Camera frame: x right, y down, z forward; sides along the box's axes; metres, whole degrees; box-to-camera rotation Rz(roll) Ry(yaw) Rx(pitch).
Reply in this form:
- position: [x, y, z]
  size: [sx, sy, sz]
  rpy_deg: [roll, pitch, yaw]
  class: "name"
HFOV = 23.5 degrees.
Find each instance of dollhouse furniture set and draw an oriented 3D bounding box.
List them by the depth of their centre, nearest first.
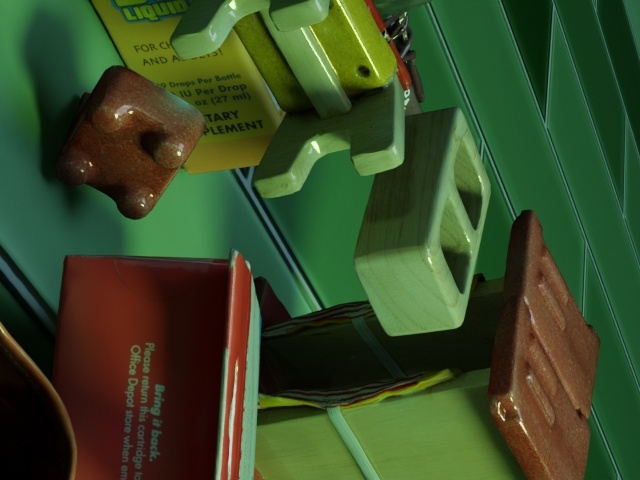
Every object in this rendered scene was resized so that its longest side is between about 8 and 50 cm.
- position: [0.000, 0.000, 0.848]
  size: [0.374, 0.201, 0.152]
  rpy_deg: [60, 30, -33]
  class: "dollhouse furniture set"

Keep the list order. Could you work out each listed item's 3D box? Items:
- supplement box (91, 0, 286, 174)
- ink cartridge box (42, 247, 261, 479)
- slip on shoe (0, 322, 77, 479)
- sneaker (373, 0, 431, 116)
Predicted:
- position: [-0.079, -0.144, 0.838]
  size: [0.080, 0.078, 0.233]
  rpy_deg: [-75, 150, -42]
  class: "supplement box"
- position: [-0.069, 0.082, 0.662]
  size: [0.231, 0.078, 0.134]
  rpy_deg: [92, 2, -80]
  class: "ink cartridge box"
- position: [-0.181, -0.003, 0.492]
  size: [0.123, 0.101, 0.331]
  rpy_deg: [-75, 149, -41]
  class: "slip on shoe"
- position: [0.040, -0.127, 0.925]
  size: [0.162, 0.106, 0.281]
  rpy_deg: [65, -8, -20]
  class: "sneaker"
